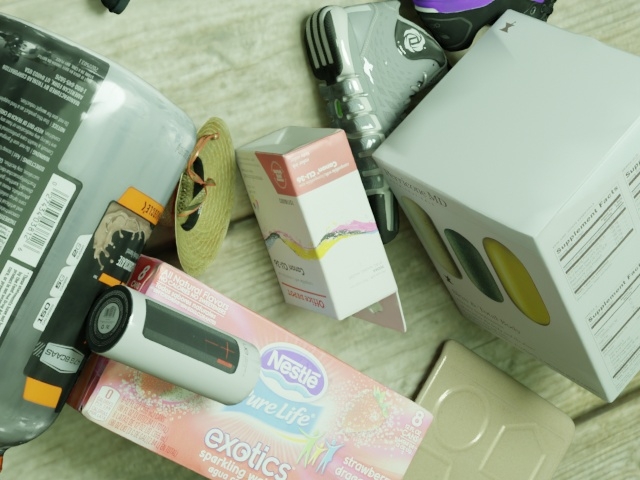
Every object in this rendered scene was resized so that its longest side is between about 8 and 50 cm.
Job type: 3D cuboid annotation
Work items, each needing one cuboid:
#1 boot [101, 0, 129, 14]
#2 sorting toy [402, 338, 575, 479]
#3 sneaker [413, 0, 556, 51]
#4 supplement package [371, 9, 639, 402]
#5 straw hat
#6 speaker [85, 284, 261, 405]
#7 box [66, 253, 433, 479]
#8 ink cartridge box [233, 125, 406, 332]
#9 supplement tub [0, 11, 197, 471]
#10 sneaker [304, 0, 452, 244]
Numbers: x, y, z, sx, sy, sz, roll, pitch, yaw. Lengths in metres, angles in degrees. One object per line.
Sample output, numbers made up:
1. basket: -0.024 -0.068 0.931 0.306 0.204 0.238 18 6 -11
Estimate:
1. boot: -0.195 -0.262 1.101 0.099 0.045 0.121 18 81 -29
2. sorting toy: 0.149 0.231 1.338 0.193 0.038 0.208 34 77 -25
3. sneaker: 0.201 -0.277 1.267 0.293 0.102 0.146 -33 122 -22
4. supplement package: 0.218 -0.031 1.197 0.198 0.199 0.262 -47 137 -13
5. straw hat: -0.126 -0.044 1.150 0.061 0.144 0.144 10 93 15
6. speaker: -0.110 0.082 0.995 0.136 0.055 0.055 30 83 -40
7. box: -0.074 0.137 1.150 0.300 0.154 0.142 31 83 -25
8. ink cartridge box: 0.000 0.000 1.188 0.067 0.115 0.198 -26 106 -22
9. supplement tub: -0.255 0.012 1.017 0.207 0.207 0.338 29 84 -26
10. sneaker: 0.075 -0.118 1.229 0.132 0.086 0.228 -18 103 -25
